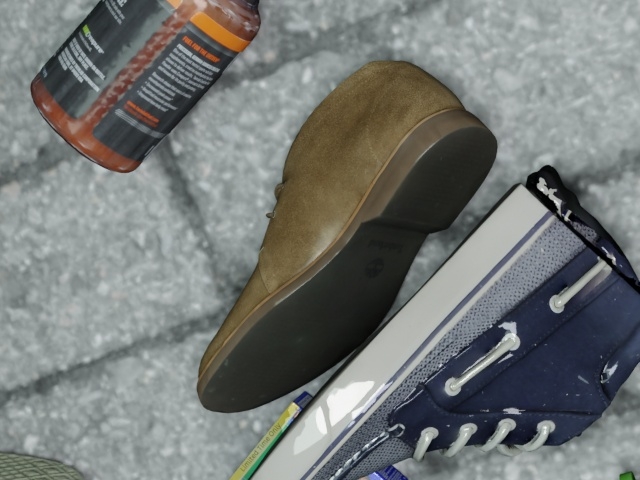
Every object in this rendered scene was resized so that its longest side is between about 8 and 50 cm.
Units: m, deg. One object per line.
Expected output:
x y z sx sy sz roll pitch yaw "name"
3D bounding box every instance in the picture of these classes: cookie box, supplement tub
-0.004 0.186 1.296 0.107 0.040 0.092 40 103 7 "cookie box"
-0.116 -0.151 1.252 0.106 0.106 0.198 45 104 5 "supplement tub"

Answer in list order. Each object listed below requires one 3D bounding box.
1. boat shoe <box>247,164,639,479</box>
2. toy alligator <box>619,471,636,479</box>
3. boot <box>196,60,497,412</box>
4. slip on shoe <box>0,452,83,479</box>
0.098 0.118 1.206 0.158 0.127 0.340 43 93 2 "boat shoe"
0.280 0.195 1.224 0.189 0.056 0.051 5 97 12 "toy alligator"
0.000 0.000 1.263 0.305 0.112 0.115 -51 54 17 "boot"
-0.350 0.215 1.344 0.331 0.123 0.101 7 102 7 "slip on shoe"
